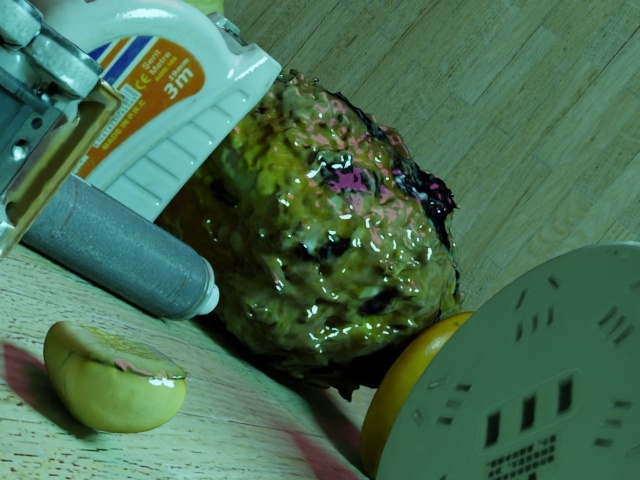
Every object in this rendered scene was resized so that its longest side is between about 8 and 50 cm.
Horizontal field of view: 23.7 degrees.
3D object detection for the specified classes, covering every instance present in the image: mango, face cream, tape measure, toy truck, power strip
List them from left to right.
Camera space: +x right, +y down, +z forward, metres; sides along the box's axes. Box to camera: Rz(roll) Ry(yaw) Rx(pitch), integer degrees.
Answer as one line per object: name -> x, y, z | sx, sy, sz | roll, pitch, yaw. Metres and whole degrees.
toy truck -> -0.339, -0.160, 1.072 | 0.207, 0.173, 0.387 | 34, -4, 42
tape measure -> -0.199, -0.132, 1.411 | 0.265, 0.258, 0.130 | 37, 7, -46
face cream -> -0.184, 0.005, 1.358 | 0.073, 0.073, 0.283 | 42, 4, 39
mango -> 0.121, 0.161, 1.546 | 0.112, 0.219, 0.145 | 32, -31, 28
power strip -> 0.211, 0.166, 1.204 | 0.161, 0.357, 0.357 | 40, 3, -24

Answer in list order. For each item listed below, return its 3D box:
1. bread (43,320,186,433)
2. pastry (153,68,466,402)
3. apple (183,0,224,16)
bread -> -0.132, 0.090, 0.951 | 0.082, 0.056, 0.115 | 17, 1, -28
pastry -> -0.002, 0.001, 1.643 | 0.405, 0.292, 0.337 | 49, 9, -33
apple -> -0.293, -0.282, 1.973 | 0.314, 0.309, 0.252 | 42, 3, -5
